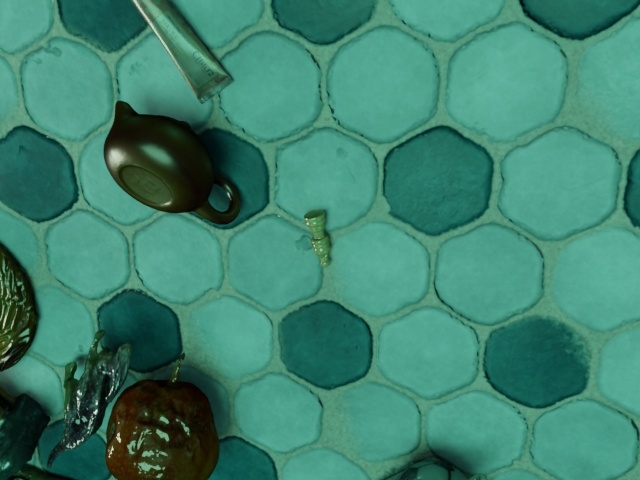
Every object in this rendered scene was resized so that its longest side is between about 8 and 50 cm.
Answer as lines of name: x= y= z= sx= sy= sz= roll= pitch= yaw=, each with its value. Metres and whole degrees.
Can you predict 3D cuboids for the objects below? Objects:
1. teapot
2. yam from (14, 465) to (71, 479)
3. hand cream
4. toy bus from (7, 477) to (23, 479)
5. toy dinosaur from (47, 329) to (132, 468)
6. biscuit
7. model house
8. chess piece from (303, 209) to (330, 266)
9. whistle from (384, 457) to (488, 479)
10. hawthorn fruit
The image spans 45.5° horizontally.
teapot: x=-0.223 y=-0.120 z=1.188 sx=0.252 sy=0.135 sz=0.178 roll=37 pitch=152 yaw=-21
yam: x=-0.589 y=0.483 z=1.572 sx=0.234 sy=0.027 sz=0.029 roll=13 pitch=146 yaw=10
hand cream: x=-0.220 y=-0.308 z=1.153 sx=0.067 sy=0.043 sz=0.210 roll=-30 pitch=106 yaw=23
toy bus: x=-0.706 y=0.534 z=1.582 sx=0.342 sy=0.097 sz=0.138 roll=19 pitch=136 yaw=7
toy dinosaur: x=-0.415 y=0.273 z=1.366 sx=0.077 sy=0.162 sz=0.294 roll=14 pitch=119 yaw=-25
biscuit: x=-0.681 y=0.114 z=1.446 sx=0.317 sy=0.040 sz=0.318 roll=5 pitch=111 yaw=14
model house: x=-0.704 y=0.344 z=1.420 sx=0.253 sy=0.184 sz=0.291 roll=-34 pitch=108 yaw=8
chess piece: x=0.000 y=0.000 z=1.217 sx=0.035 sy=0.035 sz=0.092 roll=-6 pitch=113 yaw=18
whistle: x=0.162 y=0.462 z=1.287 sx=0.289 sy=0.163 sz=0.163 roll=-36 pitch=98 yaw=24
hawthorn fruit: x=-0.274 y=0.311 z=1.336 sx=0.207 sy=0.207 sz=0.243 roll=12 pitch=93 yaw=11
